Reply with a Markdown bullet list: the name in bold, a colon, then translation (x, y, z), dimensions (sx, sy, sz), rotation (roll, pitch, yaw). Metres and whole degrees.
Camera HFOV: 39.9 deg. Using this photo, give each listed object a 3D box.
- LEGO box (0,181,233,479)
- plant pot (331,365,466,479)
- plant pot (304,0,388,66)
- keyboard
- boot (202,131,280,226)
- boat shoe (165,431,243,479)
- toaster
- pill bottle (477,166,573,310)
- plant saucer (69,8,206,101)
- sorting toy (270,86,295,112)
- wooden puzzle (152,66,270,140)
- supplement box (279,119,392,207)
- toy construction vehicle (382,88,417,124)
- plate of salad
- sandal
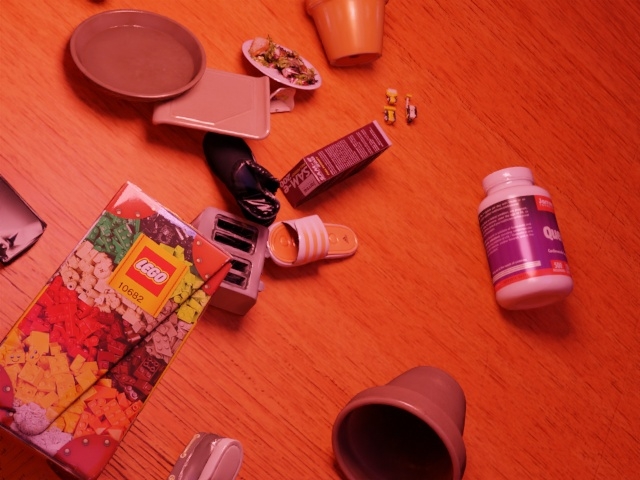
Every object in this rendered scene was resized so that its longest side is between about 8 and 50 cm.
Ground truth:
- **LEGO box**: translation (-0.382, 0.192, 1.318), dimensions (0.193, 0.500, 0.372), rotation (37, 54, -11)
- **plant pot**: translation (0.188, 0.366, 1.750), dimensions (0.263, 0.263, 0.229), rotation (51, 37, -1)
- **plant pot**: translation (0.072, -0.525, 2.117), dimensions (0.205, 0.205, 0.187), rotation (-6, 87, -32)
- **keyboard**: translation (-0.659, -0.079, 1.573), dimensions (0.317, 0.033, 0.201), rotation (47, 47, -2)
- **boot**: translation (-0.157, -0.141, 1.779), dimensions (0.094, 0.207, 0.246), rotation (-29, 86, -9)
- **boat shoe**: translation (-0.248, 0.467, 1.525), dimensions (0.305, 0.091, 0.109), rotation (-56, 143, -31)
- **toaster**: translation (-0.198, 0.038, 1.739), dimensions (0.186, 0.110, 0.168), rotation (21, 58, -21)
- **pill bottle**: translation (0.482, -0.006, 2.112), dimensions (0.182, 0.181, 0.322), rotation (3, 67, -29)
- **plant saucer**: translation (-0.376, -0.379, 1.823), dimensions (0.278, 0.041, 0.277), rotation (9, 48, -11)
- **sorting toy**: translation (-0.092, -0.322, 1.988), dimensions (0.083, 0.075, 0.044), rotation (-11, 74, -34)
- **wooden puzzle**: translation (-0.227, -0.291, 1.855), dimensions (0.239, 0.044, 0.220), rotation (6, 43, -10)
- **supplement box**: translation (0.033, -0.171, 1.958), dimensions (0.239, 0.130, 0.073), rotation (-32, 86, -37)
- **toy construction vehicle**: translation (0.193, -0.326, 2.188), dimensions (0.086, 0.035, 0.098), rotation (5, 63, -17)
- **plate of salad**: translation (-0.083, -0.411, 2.013), dimensions (0.200, 0.048, 0.199), rotation (22, 31, -14)
- **sandal**: translation (-0.003, -0.010, 1.873), dimensions (0.265, 0.076, 0.101), rotation (-7, 72, -44)
